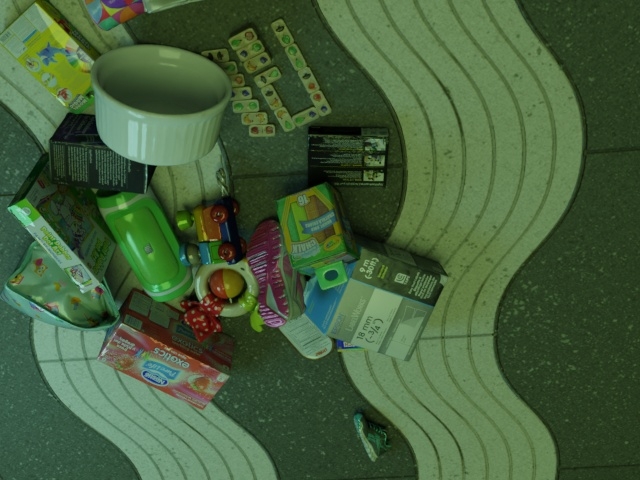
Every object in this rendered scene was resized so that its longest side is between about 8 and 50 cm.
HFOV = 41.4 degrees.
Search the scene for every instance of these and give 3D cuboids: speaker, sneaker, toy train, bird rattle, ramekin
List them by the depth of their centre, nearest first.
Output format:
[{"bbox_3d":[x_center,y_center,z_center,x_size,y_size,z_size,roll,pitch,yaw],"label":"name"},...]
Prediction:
[{"bbox_3d":[-0.323,-0.271,1.712,0.277,0.277,0.135,10,128,-5],"label":"ramekin"},{"bbox_3d":[-0.266,-0.063,1.936,0.143,0.105,0.248,-9,99,13],"label":"toy train"},{"bbox_3d":[-0.402,-0.005,1.957,0.131,0.131,0.296,-16,120,11],"label":"speaker"},{"bbox_3d":[-0.096,0.076,1.984,0.103,0.111,0.252,-12,81,32],"label":"sneaker"},{"bbox_3d":[-0.227,0.127,2.065,0.253,0.143,0.207,-3,111,18],"label":"bird rattle"},{"bbox_3d":[0.144,0.526,2.322,0.076,0.065,0.166,-25,122,-3],"label":"sneaker"}]

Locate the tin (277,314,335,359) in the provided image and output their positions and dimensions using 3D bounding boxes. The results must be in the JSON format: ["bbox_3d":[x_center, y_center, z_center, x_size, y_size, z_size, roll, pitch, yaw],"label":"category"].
[{"bbox_3d":[-0.039,0.228,2.148,0.106,0.040,0.190,-28,117,22],"label":"tin"}]

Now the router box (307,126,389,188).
[{"bbox_3d":[0.060,-0.184,1.884,0.178,0.046,0.133,2,122,0],"label":"router box"}]

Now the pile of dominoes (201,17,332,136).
[{"bbox_3d":[-0.116,-0.332,1.801,0.196,0.040,0.251,-24,118,15],"label":"pile of dominoes"}]

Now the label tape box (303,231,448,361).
[{"bbox_3d":[0.098,0.122,2.012,0.333,0.106,0.241,19,107,-11],"label":"label tape box"}]

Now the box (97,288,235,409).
[{"bbox_3d":[-0.379,0.270,2.111,0.300,0.154,0.142,29,118,-17],"label":"box"}]

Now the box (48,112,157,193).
[{"bbox_3d":[-0.462,-0.189,1.829,0.207,0.153,0.108,5,121,-3],"label":"box"}]

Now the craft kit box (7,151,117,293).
[{"bbox_3d":[-0.551,-0.047,1.861,0.061,0.250,0.247,-25,119,14],"label":"craft kit box"}]

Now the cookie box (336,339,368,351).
[{"bbox_3d":[0.085,0.227,2.140,0.091,0.040,0.107,-3,122,1],"label":"cookie box"}]

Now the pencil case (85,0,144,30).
[{"bbox_3d":[-0.353,-0.505,1.664,0.236,0.104,0.104,-26,118,15],"label":"pencil case"}]

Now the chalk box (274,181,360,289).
[{"bbox_3d":[0.000,0.000,1.887,0.132,0.132,0.213,-20,75,12],"label":"chalk box"}]

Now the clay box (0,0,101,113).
[{"bbox_3d":[-0.545,-0.382,1.769,0.127,0.053,0.222,-34,117,20],"label":"clay box"}]

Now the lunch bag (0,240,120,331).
[{"bbox_3d":[-0.591,0.127,1.975,0.262,0.160,0.223,31,160,-15],"label":"lunch bag"}]

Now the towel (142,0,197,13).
[{"bbox_3d":[-0.211,-0.608,1.555,0.331,0.053,0.317,-16,107,-6],"label":"towel"}]
